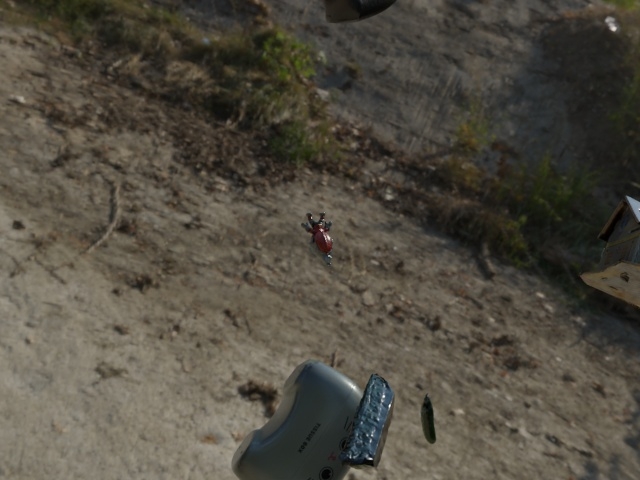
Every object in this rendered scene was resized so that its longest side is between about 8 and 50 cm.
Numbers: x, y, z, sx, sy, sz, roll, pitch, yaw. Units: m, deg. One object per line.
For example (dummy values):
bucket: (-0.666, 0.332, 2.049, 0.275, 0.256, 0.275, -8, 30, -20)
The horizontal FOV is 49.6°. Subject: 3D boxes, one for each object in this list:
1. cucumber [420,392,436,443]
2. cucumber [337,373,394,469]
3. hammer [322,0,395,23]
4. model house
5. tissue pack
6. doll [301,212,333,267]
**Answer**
cucumber: (0.285, 0.478, 1.852, 0.037, 0.155, 0.037, -8, 18, 2)
cucumber: (0.072, 0.277, 0.992, 0.046, 0.070, 0.220, 2, 20, 17)
hammer: (0.091, -0.290, 0.727, 0.137, 0.037, 0.290, 47, 50, 3)
model house: (0.521, 0.026, 0.999, 0.219, 0.136, 0.207, 23, -12, 1)
tissue pack: (-0.028, 0.463, 1.609, 0.236, 0.333, 0.229, 38, -13, -2)
doll: (-0.001, 0.001, 1.312, 0.057, 0.039, 0.114, 11, 60, -51)
